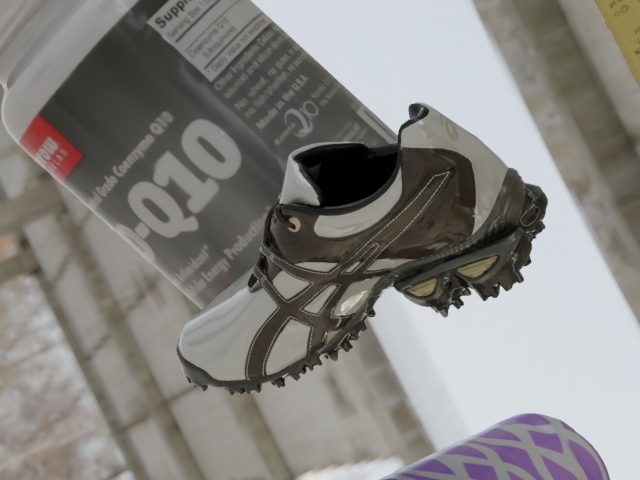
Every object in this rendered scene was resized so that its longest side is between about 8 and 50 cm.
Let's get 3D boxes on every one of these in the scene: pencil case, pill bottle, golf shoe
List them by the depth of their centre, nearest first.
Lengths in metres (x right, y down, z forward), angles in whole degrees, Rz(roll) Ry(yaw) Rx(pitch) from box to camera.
[{"bbox_3d":[0.000,0.000,0.759,0.094,0.198,0.077,49,32,-22],"label":"golf shoe"},{"bbox_3d":[0.055,0.152,0.822,0.086,0.206,0.088,18,-62,42],"label":"pencil case"},{"bbox_3d":[-0.088,-0.079,1.042,0.283,0.161,0.161,42,-16,-4],"label":"pill bottle"}]

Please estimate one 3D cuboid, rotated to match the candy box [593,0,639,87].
[{"bbox_3d":[0.160,-0.011,0.553,0.109,0.053,0.187,38,26,-45],"label":"candy box"}]
